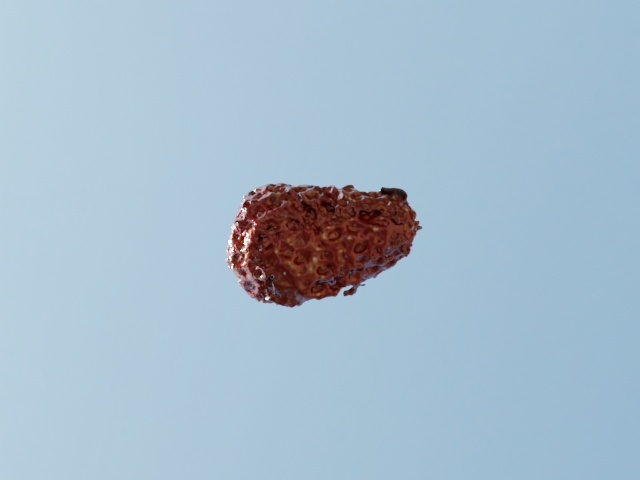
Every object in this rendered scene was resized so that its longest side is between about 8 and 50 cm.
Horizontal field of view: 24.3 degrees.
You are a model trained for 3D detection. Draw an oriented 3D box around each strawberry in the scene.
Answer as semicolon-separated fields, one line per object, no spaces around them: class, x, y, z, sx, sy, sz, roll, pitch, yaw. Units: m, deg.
strawberry;0.000;0.000;1.415;0.188;0.082;0.121;-13;-73;9
